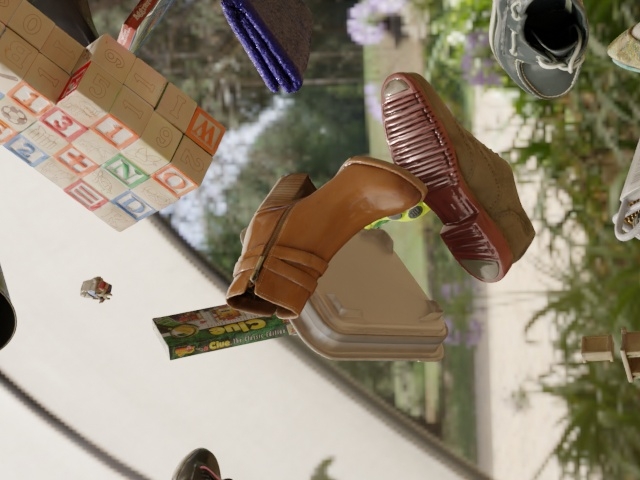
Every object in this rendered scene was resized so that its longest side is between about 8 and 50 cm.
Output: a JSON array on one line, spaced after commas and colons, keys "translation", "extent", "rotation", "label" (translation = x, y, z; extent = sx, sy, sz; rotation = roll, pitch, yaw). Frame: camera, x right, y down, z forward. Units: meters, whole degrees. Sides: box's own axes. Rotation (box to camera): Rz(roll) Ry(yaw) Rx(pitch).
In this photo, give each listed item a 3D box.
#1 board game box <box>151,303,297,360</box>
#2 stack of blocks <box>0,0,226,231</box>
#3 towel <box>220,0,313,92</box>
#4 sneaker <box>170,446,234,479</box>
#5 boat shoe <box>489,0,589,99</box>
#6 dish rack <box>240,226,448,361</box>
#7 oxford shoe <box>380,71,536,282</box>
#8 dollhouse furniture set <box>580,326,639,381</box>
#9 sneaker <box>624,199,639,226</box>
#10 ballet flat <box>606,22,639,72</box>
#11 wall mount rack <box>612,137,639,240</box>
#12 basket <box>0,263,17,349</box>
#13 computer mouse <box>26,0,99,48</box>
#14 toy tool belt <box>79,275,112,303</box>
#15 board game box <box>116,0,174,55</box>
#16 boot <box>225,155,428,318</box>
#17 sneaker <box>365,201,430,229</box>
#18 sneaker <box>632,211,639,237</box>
[{"translation": [-0.163, 0.152, 2.215], "extent": [0.136, 0.259, 0.030], "rotation": [-134, 37, -59], "label": "board game box"}, {"translation": [-0.274, -0.149, 1.333], "extent": [0.171, 0.297, 0.087], "rotation": [-25, 35, 46], "label": "stack of blocks"}, {"translation": [-0.103, -0.419, 2.277], "extent": [0.228, 0.076, 0.308], "rotation": [52, -158, -25], "label": "towel"}, {"translation": [-0.162, 0.407, 1.927], "extent": [0.104, 0.147, 0.296], "rotation": [44, -158, -18], "label": "sneaker"}, {"translation": [0.269, -0.247, 1.484], "extent": [0.319, 0.116, 0.099], "rotation": [61, -168, -60], "label": "boat shoe"}, {"translation": [0.055, 0.066, 1.959], "extent": [0.072, 0.332, 0.286], "rotation": [-52, 54, 28], "label": "dish rack"}, {"translation": [0.208, -0.111, 1.847], "extent": [0.123, 0.130, 0.348], "rotation": [-8, 115, 53], "label": "oxford shoe"}, {"translation": [0.587, 0.175, 2.274], "extent": [0.161, 0.181, 0.101], "rotation": [-74, -31, -43], "label": "dollhouse furniture set"}, {"translation": [0.593, -0.083, 2.108], "extent": [0.069, 0.185, 0.084], "rotation": [51, -161, 14], "label": "sneaker"}, {"translation": [0.556, -0.296, 1.846], "extent": [0.348, 0.123, 0.123], "rotation": [-138, 40, -58], "label": "ballet flat"}, {"translation": [0.616, -0.137, 1.983], "extent": [0.350, 0.130, 0.304], "rotation": [-66, 13, -22], "label": "wall mount rack"}, {"translation": [-0.518, 0.021, 1.681], "extent": [0.204, 0.154, 0.227], "rotation": [56, -171, -51], "label": "basket"}, {"translation": [-0.457, -0.371, 2.216], "extent": [0.272, 0.188, 0.072], "rotation": [64, -160, 2], "label": "computer mouse"}, {"translation": [-0.440, 0.099, 2.460], "extent": [0.051, 0.083, 0.052], "rotation": [31, -117, -41], "label": "toy tool belt"}, {"translation": [-0.281, -0.416, 2.127], "extent": [0.281, 0.027, 0.145], "rotation": [-63, 4, -35], "label": "board game box"}, {"translation": [0.000, 0.000, 1.675], "extent": [0.109, 0.283, 0.220], "rotation": [52, -129, -39], "label": "boot"}, {"translation": [0.145, -0.090, 2.609], "extent": [0.123, 0.295, 0.109], "rotation": [-43, -75, -42], "label": "sneaker"}, {"translation": [0.630, -0.036, 1.999], "extent": [0.118, 0.222, 0.083], "rotation": [-50, 47, 47], "label": "sneaker"}]
